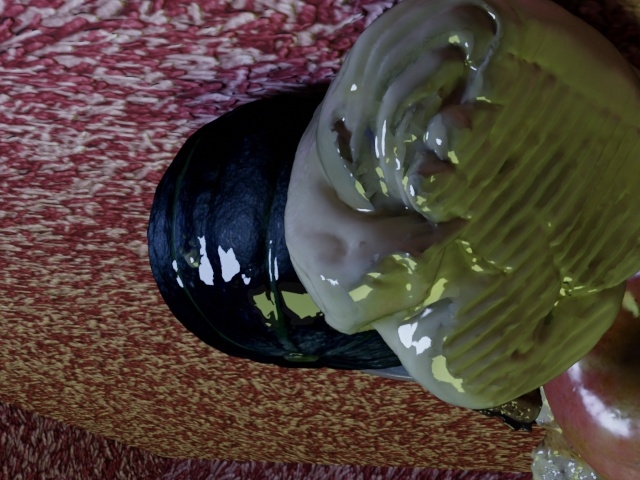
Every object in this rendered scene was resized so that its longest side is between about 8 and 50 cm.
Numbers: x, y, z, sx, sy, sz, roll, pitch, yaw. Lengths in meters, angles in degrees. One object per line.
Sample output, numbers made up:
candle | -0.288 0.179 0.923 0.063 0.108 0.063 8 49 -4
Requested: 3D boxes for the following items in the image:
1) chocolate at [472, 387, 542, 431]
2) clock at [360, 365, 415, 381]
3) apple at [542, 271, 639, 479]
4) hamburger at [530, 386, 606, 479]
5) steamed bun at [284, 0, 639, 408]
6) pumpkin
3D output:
chocolate | 0.199 0.072 1.687 0.102 0.329 0.065 22 128 -17
clock | 0.165 0.124 2.171 0.338 0.102 0.338 7 162 2
apple | 0.418 0.108 1.572 0.363 0.364 0.364 8 163 3
hamburger | 0.481 0.171 1.902 0.445 0.268 0.287 -10 -159 19
steamed bun | 0.124 -0.049 1.322 0.352 0.339 0.247 28 -176 -36
pumpkin | 0.000 0.000 1.592 0.363 0.266 0.363 4 163 1
